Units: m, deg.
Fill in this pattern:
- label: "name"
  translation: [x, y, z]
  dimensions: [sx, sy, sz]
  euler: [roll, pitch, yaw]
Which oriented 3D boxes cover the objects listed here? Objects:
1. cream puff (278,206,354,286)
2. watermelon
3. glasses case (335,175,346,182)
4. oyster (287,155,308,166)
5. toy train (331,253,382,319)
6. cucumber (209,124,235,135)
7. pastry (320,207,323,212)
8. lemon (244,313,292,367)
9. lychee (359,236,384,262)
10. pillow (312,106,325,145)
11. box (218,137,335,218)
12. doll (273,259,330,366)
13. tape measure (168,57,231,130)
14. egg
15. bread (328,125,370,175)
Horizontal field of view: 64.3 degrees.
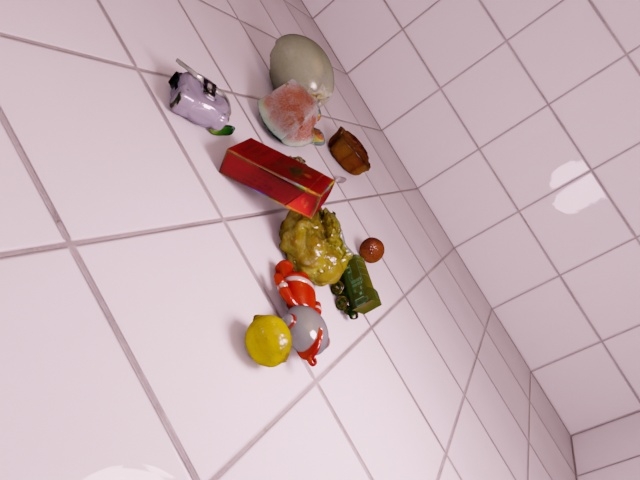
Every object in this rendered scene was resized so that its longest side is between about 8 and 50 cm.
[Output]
- label: "cream puff"
  translation: [0.000, -0.002, 1.611]
  dimensions: [0.282, 0.185, 0.282]
  euler: [40, 29, -28]
- label: "watermelon"
  translation: [-0.113, -0.491, 1.988]
  dimensions: [0.213, 0.201, 0.261]
  euler: [49, 27, 5]
- label: "glasses case"
  translation: [0.093, -0.278, 2.327]
  dimensions: [0.083, 0.032, 0.021]
  euler: [-2, 64, -62]
- label: "oyster"
  translation: [-0.100, -0.243, 1.817]
  dimensions: [0.222, 0.083, 0.214]
  euler: [23, 29, -24]
- label: "toy train"
  translation: [0.108, 0.146, 1.691]
  dimensions: [0.090, 0.137, 0.226]
  euler: [27, 38, -50]
- label: "cucumber"
  translation: [-0.308, -0.356, 1.641]
  dimensions: [0.037, 0.037, 0.155]
  euler: [57, 24, -1]
- label: "pastry"
  translation: [-0.038, -0.124, 1.854]
  dimensions: [0.109, 0.057, 0.097]
  euler: [46, 20, -29]
- label: "lemon"
  translation: [-0.120, 0.230, 1.177]
  dimensions: [0.133, 0.109, 0.109]
  euler: [56, 22, 20]
- label: "lychee"
  translation: [0.212, 0.035, 2.078]
  dimensions: [0.140, 0.101, 0.115]
  euler: [15, 51, -62]
- label: "pillow"
  translation: [-0.060, -0.514, 2.131]
  dimensions: [0.214, 0.086, 0.233]
  euler: [33, -35, 36]
- label: "box"
  translation: [-0.127, -0.196, 1.566]
  dimensions: [0.313, 0.089, 0.197]
  euler: [27, 24, 4]
- label: "doll"
  translation: [-0.051, 0.199, 1.374]
  dimensions: [0.199, 0.105, 0.337]
  euler: [40, 21, -39]
- label: "tape measure"
  translation: [-0.362, -0.431, 1.528]
  dimensions: [0.196, 0.105, 0.178]
  euler: [15, 43, -46]
- label: "egg"
  translation: [-0.091, -0.756, 2.265]
  dimensions: [0.278, 0.278, 0.336]
  euler: [1, 64, -62]
- label: "bread"
  translation: [0.150, -0.439, 2.512]
  dimensions: [0.246, 0.135, 0.232]
  euler: [43, 27, -29]
